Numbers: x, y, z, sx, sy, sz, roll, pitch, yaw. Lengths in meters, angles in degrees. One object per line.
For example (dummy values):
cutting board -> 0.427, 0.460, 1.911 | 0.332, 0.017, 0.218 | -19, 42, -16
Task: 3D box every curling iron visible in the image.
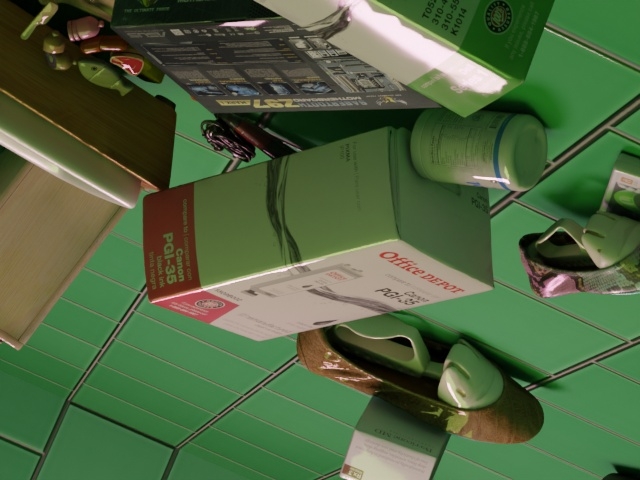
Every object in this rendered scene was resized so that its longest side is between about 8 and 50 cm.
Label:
curling iron -> -0.007, -0.066, 1.909 | 0.274, 0.035, 0.068 | 28, 166, -16

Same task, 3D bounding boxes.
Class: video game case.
video game case -> 0.344, -0.010, 1.667 | 0.173, 0.022, 0.190 | 20, 163, 8

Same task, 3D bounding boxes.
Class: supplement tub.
supplement tub -> 0.143, -0.083, 1.618 | 0.107, 0.071, 0.071 | 8, 158, 38

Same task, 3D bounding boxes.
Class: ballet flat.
ballet flat -> 0.130, 0.160, 2.328 | 0.342, 0.116, 0.124 | 22, 144, 13
ballet flat -> 0.259, 0.010, 1.692 | 0.079, 0.077, 0.221 | 51, 153, -17

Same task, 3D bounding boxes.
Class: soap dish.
soap dish -> -0.296, -0.155, 1.796 | 0.291, 0.118, 0.229 | 33, 173, -30

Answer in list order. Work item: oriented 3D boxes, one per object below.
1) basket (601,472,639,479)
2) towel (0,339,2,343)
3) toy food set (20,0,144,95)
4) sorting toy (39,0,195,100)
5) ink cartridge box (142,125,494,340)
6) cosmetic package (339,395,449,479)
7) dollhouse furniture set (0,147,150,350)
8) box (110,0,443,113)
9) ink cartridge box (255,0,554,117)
basket -> 0.498, 0.420, 2.548 | 0.227, 0.154, 0.204 | 15, 160, 33
towel -> -0.518, 0.028, 2.199 | 0.237, 0.037, 0.329 | 38, 178, 16
toy food set -> -0.214, -0.176, 1.682 | 0.122, 0.019, 0.078 | 24, 133, -30
sorting toy -> -0.143, -0.213, 1.646 | 0.229, 0.041, 0.307 | 19, 163, -4
ink cartridge box -> 0.000, 0.000, 1.752 | 0.283, 0.117, 0.207 | -14, 159, 28
cosmetic package -> 0.114, 0.250, 2.393 | 0.117, 0.085, 0.231 | 19, -157, 7
dollhouse furniture set -> -0.426, -0.086, 2.176 | 0.394, 0.256, 0.362 | 35, 176, 46
box -> -0.031, -0.168, 1.511 | 0.232, 0.059, 0.183 | 1, 160, 28
ink cartridge box -> 0.050, -0.209, 1.209 | 0.219, 0.160, 0.092 | 27, 161, -16
